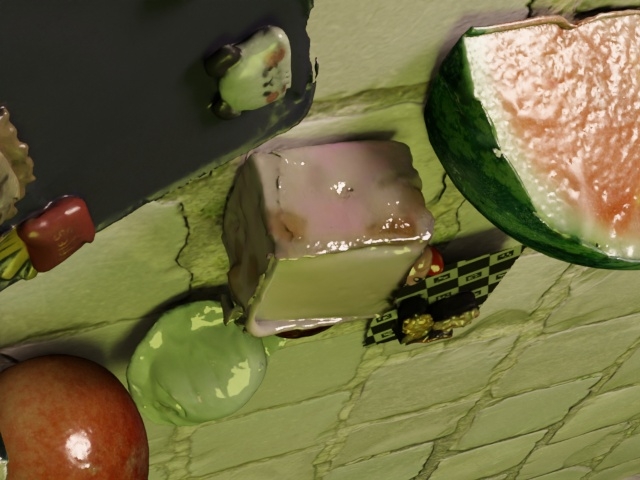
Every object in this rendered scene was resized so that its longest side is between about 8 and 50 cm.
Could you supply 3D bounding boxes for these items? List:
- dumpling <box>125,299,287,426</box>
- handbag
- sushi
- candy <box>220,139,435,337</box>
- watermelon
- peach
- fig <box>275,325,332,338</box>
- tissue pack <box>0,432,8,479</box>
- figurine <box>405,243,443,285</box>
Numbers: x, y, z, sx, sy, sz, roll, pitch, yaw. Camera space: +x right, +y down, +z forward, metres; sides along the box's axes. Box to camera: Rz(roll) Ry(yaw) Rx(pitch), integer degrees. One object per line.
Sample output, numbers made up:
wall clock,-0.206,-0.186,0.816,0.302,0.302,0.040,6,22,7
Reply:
dumpling,-0.140,0.137,1.291,0.219,0.153,0.108,-39,-170,13
handbag,-0.156,-0.118,0.680,0.329,0.122,0.303,-37,156,-15
sushi,0.159,0.099,1.429,0.192,0.043,0.279,-14,159,-14
candy,0.000,0.000,1.083,0.195,0.137,0.185,-7,149,-21
watermelon,0.265,-0.058,1.080,0.292,0.222,0.319,-16,153,-19
peach,-0.316,0.263,1.236,0.252,0.252,0.252,-16,152,-9
fig,-0.013,0.052,1.223,0.154,0.109,0.103,-32,156,-50
tissue pack,-0.383,0.171,1.093,0.103,0.170,0.090,-5,148,-30
figurine,0.095,0.021,1.260,0.083,0.067,0.071,-13,-178,24
